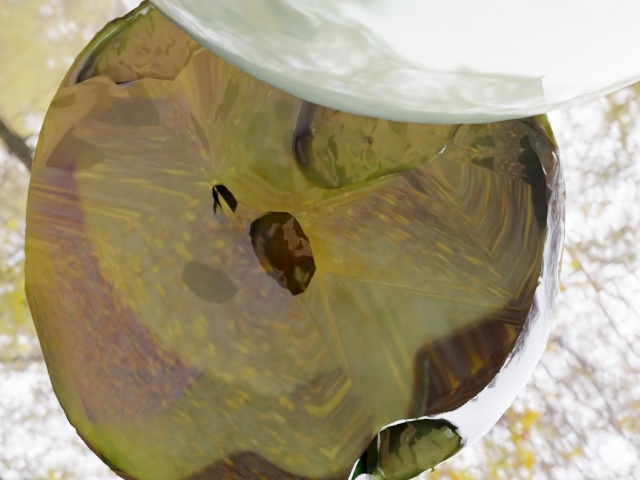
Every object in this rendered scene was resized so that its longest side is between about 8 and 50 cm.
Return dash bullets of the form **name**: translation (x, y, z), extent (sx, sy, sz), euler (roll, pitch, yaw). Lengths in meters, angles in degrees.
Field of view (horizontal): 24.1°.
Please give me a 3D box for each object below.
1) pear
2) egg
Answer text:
- **pear**: translation (0.000, -0.003, 1.045), extent (0.399, 0.165, 0.399), euler (-2, -94, 27)
- **egg**: translation (0.042, -0.173, 0.446), extent (0.258, 0.258, 0.352), euler (-26, -156, 16)
